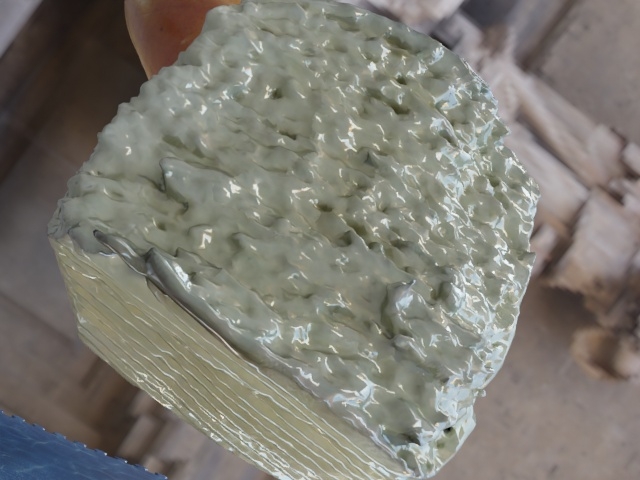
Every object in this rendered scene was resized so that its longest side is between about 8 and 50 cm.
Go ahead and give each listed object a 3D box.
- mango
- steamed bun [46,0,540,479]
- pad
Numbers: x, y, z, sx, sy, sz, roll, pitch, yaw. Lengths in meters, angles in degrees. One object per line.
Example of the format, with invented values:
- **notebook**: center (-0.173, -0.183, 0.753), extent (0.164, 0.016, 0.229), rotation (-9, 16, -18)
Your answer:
- **mango**: center (-0.134, -0.220, 1.770), extent (0.138, 0.187, 0.257), rotation (-48, -118, 12)
- **steamed bun**: center (0.000, 0.000, 1.031), extent (0.272, 0.290, 0.273), rotation (-49, 176, -23)
- **pad**: center (-0.221, 0.227, 1.345), extent (0.012, 0.270, 0.269), rotation (-62, -164, 16)
